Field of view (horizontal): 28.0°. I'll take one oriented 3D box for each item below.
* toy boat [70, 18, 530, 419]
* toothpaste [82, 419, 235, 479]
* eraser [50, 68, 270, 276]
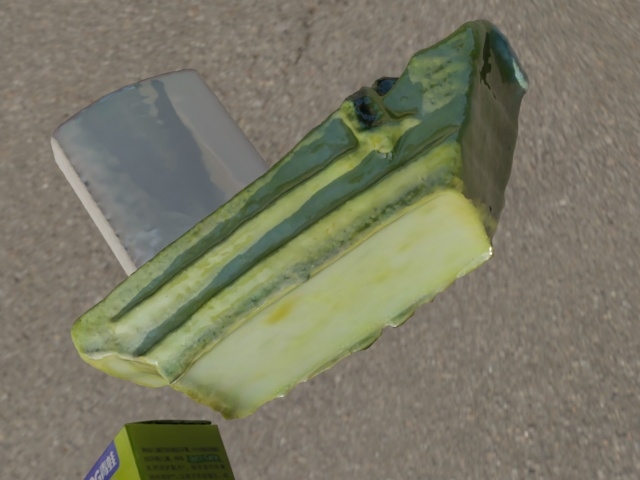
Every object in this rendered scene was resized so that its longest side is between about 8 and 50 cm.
[{"bbox_3d":[0.004,0.004,0.669,0.276,0.111,0.084,-37,61,7],"label":"toy boat"},{"bbox_3d":[-0.078,0.280,0.832,0.077,0.327,0.110,5,138,-36],"label":"toothpaste"},{"bbox_3d":[-0.132,-0.038,1.267,0.174,0.094,0.270,-26,60,-18],"label":"eraser"}]
